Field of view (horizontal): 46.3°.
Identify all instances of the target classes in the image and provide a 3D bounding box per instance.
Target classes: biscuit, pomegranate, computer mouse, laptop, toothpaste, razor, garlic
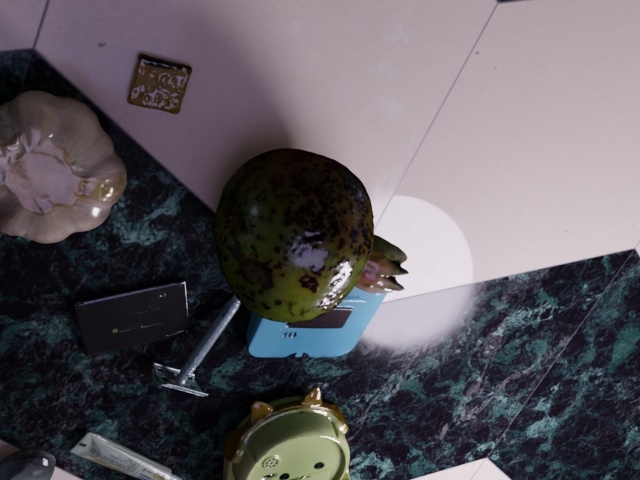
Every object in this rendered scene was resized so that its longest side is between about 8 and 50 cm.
[{"bbox_3d":[-0.243,-0.235,1.133,0.083,0.018,0.081,8,118,-26],"label":"biscuit"},{"bbox_3d":[0.000,0.000,1.228,0.341,0.285,0.285,18,113,-31],"label":"pomegranate"},{"bbox_3d":[-0.581,0.457,1.423,0.113,0.068,0.229,15,126,-44],"label":"computer mouse"},{"bbox_3d":[-0.334,0.142,1.347,0.197,0.016,0.135,-11,126,-16],"label":"laptop"},{"bbox_3d":[-0.383,0.451,1.518,0.067,0.037,0.255,-44,124,16],"label":"toothpaste"},{"bbox_3d":[-0.207,0.182,1.403,0.106,0.068,0.232,29,99,-45],"label":"razor"},{"bbox_3d":[-0.397,-0.104,1.072,0.228,0.152,0.228,-6,119,-11],"label":"garlic"}]

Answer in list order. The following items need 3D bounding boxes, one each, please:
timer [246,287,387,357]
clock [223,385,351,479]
[{"bbox_3d":[-0.014,0.126,1.451,0.232,0.091,0.250,4,131,-26],"label":"timer"},{"bbox_3d":[-0.067,0.468,1.609,0.286,0.117,0.348,-11,125,-16],"label":"clock"}]
